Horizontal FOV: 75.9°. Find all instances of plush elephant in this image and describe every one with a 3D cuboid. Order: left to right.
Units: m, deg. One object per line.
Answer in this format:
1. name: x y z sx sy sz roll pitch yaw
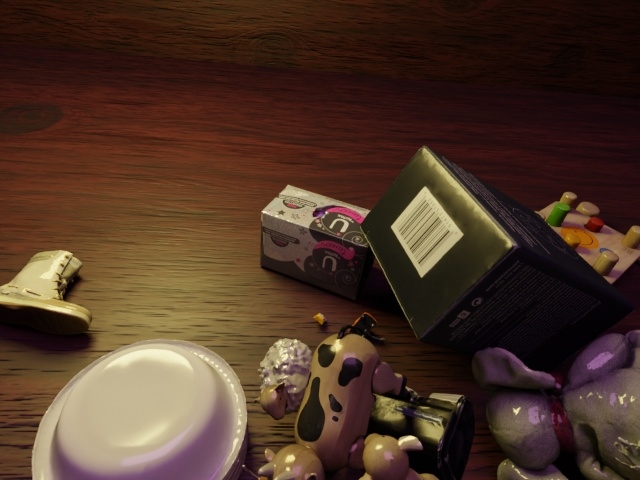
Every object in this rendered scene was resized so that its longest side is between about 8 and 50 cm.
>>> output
1. plush elephant: 0.381 0.279 0.627 0.255 0.272 0.330 -9 -13 39

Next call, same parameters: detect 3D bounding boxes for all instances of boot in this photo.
1. boot: -0.521 0.096 0.813 0.213 0.077 0.165 9 37 6

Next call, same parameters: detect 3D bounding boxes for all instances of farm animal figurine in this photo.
1. farm animal figurine: 0.027 0.255 0.490 0.330 0.172 0.327 -16 51 30

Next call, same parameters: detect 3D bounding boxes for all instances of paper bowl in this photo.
1. paper bowl: -0.248 0.267 0.592 0.284 0.148 0.284 5 38 -4

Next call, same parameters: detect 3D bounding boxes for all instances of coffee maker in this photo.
1. coffee maker: 0.118 0.293 0.606 0.178 0.120 0.171 1 57 42

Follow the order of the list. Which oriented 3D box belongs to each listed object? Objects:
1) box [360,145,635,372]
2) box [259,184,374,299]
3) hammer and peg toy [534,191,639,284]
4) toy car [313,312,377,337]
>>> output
1. box: 0.320 0.045 0.780 0.395 0.212 0.294 20 31 -31
2. box: 0.000 0.000 0.939 0.247 0.163 0.142 18 39 13
3. hammer and peg toy: 0.722 -0.016 1.099 0.361 0.127 0.266 -23 48 -31
4. toy car: 0.053 0.158 0.845 0.122 0.060 0.040 23 10 9
